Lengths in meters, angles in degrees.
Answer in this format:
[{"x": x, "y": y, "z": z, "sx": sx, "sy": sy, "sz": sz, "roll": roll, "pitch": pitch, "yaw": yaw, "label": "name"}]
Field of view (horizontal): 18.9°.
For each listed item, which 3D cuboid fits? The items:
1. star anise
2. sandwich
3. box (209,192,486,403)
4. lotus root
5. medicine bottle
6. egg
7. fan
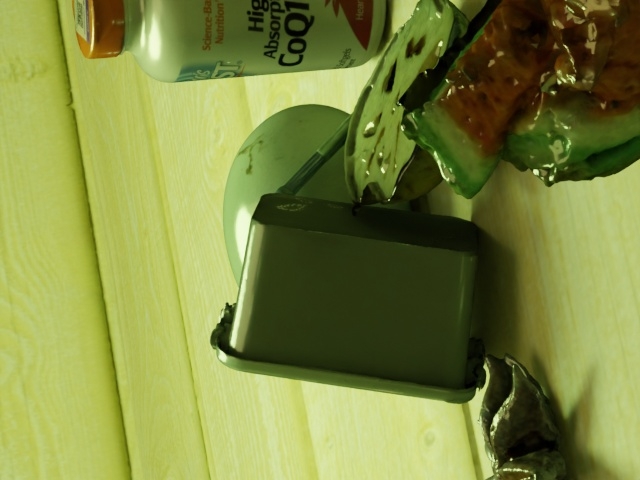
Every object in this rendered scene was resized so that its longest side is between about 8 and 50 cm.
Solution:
[{"x": 0.171, "y": 0.187, "z": 1.581, "sx": 0.181, "sy": 0.061, "sz": 0.204, "roll": 88, "pitch": 171, "yaw": -57, "label": "star anise"}, {"x": 0.208, "y": -0.156, "z": 1.221, "sx": 0.162, "sy": 0.250, "sz": 0.301, "roll": 39, "pitch": 147, "yaw": -4, "label": "sandwich"}, {"x": 0.033, "y": 0.046, "z": 1.685, "sx": 0.163, "sy": 0.243, "sz": 0.135, "roll": -69, "pitch": -12, "yaw": -77, "label": "box"}, {"x": 0.095, "y": -0.109, "z": 1.663, "sx": 0.203, "sy": 0.078, "sz": 0.183, "roll": -62, "pitch": 20, "yaw": 24, "label": "lotus root"}, {"x": -0.092, "y": -0.236, "z": 1.874, "sx": 0.157, "sy": 0.288, "sz": 0.157, "roll": 173, "pitch": 90, "yaw": -72, "label": "medicine bottle"}, {"x": 0.000, "y": 0.000, "z": 1.849, "sx": 0.183, "sy": 0.183, "sz": 0.264, "roll": 169, "pitch": 94, "yaw": -72, "label": "egg"}, {"x": 0.028, "y": -0.101, "z": 1.765, "sx": 0.016, "sy": 0.193, "sz": 0.038, "roll": 36, "pitch": 166, "yaw": 31, "label": "fan"}]
